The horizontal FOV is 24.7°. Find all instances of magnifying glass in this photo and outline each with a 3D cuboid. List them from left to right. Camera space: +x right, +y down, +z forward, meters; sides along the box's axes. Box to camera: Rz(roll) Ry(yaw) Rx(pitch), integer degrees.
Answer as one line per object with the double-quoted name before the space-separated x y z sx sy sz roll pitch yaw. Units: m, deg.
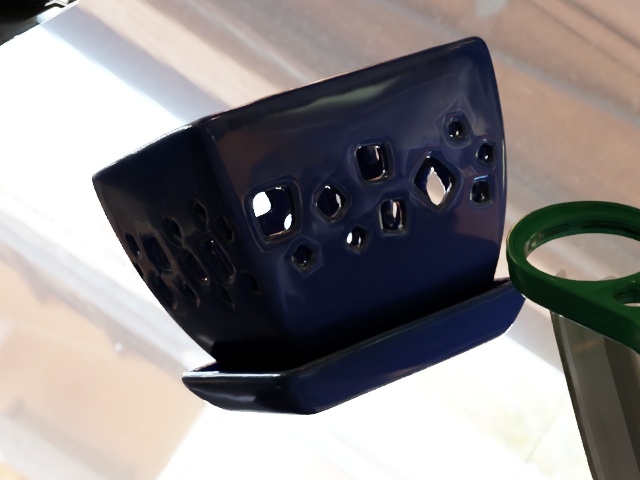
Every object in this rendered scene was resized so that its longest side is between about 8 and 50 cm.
"magnifying glass" 0.162 0.038 0.736 0.231 0.092 0.026 -119 -160 -62

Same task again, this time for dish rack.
"dish rack" 0.225 0.152 0.998 0.333 0.072 0.286 -5 79 -80

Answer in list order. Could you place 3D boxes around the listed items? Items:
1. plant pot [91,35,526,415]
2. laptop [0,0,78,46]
"plant pot" 0.000 0.000 1.055 0.236 0.236 0.212 -12 -84 64
"laptop" -0.177 -0.186 0.788 0.264 0.234 0.137 12 -55 32
